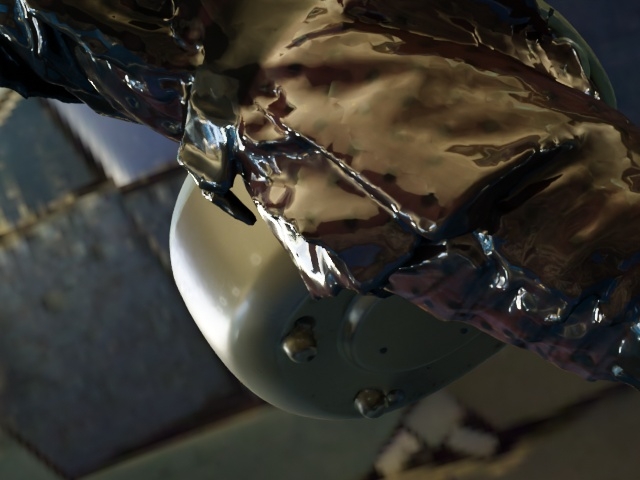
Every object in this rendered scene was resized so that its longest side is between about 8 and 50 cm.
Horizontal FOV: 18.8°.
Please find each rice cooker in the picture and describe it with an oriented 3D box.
[{"bbox_3d":[0.034,-0.013,0.824,0.206,0.145,0.127,-35,-134,15],"label":"rice cooker"}]

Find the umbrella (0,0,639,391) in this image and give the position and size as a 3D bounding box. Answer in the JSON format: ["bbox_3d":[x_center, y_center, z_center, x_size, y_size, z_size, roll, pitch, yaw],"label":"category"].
[{"bbox_3d":[0.005,-0.034,0.527,0.326,0.090,0.094,32,-116,23],"label":"umbrella"}]
